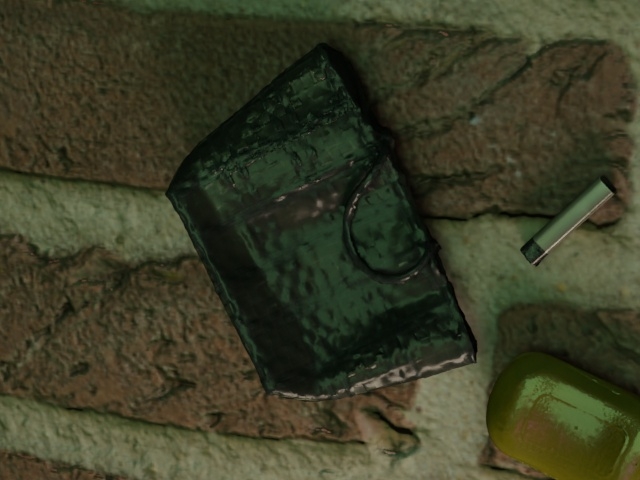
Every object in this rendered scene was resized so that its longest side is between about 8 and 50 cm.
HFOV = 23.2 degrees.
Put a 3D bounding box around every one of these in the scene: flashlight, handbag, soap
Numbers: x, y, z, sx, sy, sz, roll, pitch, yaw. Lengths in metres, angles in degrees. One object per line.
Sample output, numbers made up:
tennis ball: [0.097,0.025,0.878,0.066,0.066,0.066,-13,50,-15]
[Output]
flashlight: [0.183,-0.014,1.152,0.018,0.018,0.083,48,113,7]
handbag: [0.000,0.000,1.201,0.175,0.089,0.270,-26,89,17]
soap: [0.192,0.140,1.160,0.140,0.045,0.089,25,110,15]
